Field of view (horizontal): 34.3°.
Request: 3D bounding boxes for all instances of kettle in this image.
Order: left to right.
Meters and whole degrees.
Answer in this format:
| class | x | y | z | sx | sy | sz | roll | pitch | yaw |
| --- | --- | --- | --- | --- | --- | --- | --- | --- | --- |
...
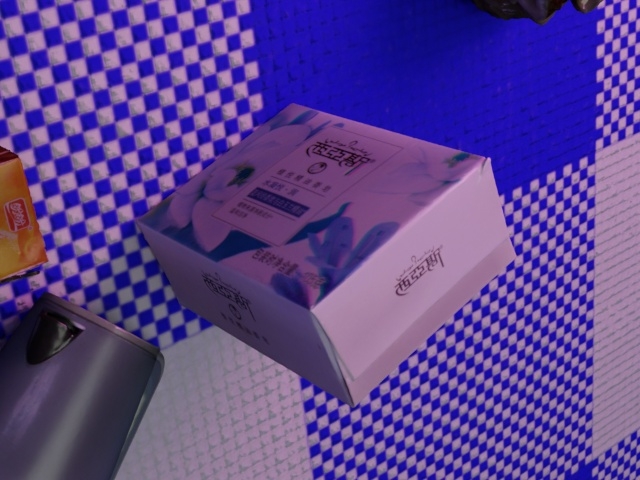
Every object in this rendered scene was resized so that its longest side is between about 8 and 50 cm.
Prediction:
| class | x | y | z | sx | sy | sz | roll | pitch | yaw |
| --- | --- | --- | --- | --- | --- | --- | --- | --- | --- |
| kettle | -0.229 | 0.182 | 0.896 | 0.243 | 0.160 | 0.210 | -62 | 151 | -11 |

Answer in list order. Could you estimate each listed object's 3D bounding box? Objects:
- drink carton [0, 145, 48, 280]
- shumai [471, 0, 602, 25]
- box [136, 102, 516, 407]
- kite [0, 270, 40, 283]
| class | x | y | z | sx | sy | sz | roll | pitch | yaw |
| --- | --- | --- | --- | --- | --- | --- | --- | --- | --- |
| drink carton | -0.329 | 0.007 | 0.783 | 0.223 | 0.071 | 0.096 | -24 | 119 | -31 |
| shumai | 0.213 | -0.319 | 1.016 | 0.256 | 0.218 | 0.189 | 28 | 97 | -42 |
| box | -0.001 | -0.002 | 0.913 | 0.203 | 0.274 | 0.116 | -38 | 126 | -22 |
| kite | -0.280 | 0.031 | 0.879 | 0.078 | 0.002 | 0.044 | -35 | 125 | -23 |
